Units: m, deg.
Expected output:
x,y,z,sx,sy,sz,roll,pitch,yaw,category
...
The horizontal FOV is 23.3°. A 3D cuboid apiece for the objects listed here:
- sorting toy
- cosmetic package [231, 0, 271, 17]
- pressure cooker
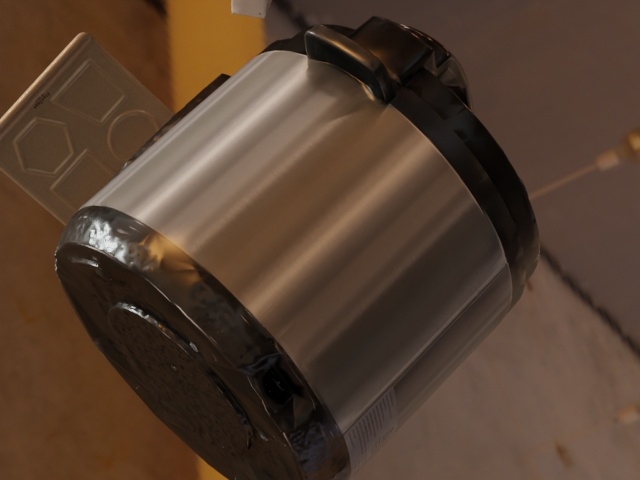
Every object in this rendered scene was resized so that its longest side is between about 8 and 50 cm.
x,y,z,sx,sy,sz,roll,pitch,yaw,category
-0.284,-0.122,1.897,0.208,0.193,0.038,44,176,-30,sorting toy
-0.103,-0.472,2.401,0.099,0.060,0.239,-74,-10,-47,cosmetic package
0.005,0.004,1.509,0.420,0.370,0.375,-44,-78,-21,pressure cooker
